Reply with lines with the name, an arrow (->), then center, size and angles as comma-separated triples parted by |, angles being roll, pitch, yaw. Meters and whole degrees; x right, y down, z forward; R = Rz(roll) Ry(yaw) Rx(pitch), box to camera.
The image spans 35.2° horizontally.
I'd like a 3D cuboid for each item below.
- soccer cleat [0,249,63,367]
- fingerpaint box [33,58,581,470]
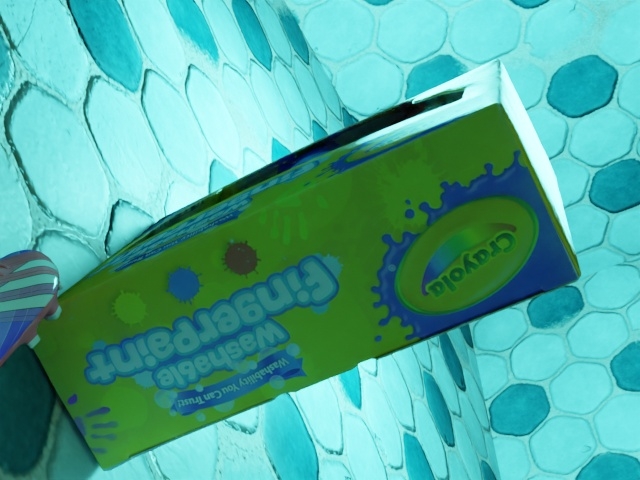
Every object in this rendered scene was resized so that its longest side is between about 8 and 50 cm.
soccer cleat -> -0.258, 0.058, 0.722 | 0.095, 0.083, 0.248 | 56, 21, -21
fingerpaint box -> 0.000, 0.000, 0.974 | 0.163, 0.445, 0.371 | 63, 16, -10
